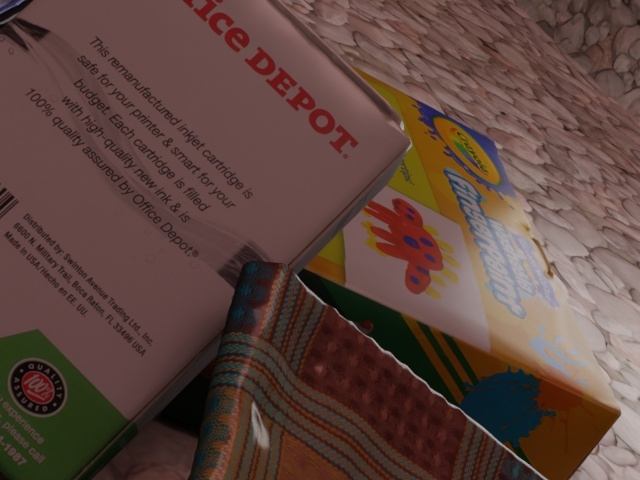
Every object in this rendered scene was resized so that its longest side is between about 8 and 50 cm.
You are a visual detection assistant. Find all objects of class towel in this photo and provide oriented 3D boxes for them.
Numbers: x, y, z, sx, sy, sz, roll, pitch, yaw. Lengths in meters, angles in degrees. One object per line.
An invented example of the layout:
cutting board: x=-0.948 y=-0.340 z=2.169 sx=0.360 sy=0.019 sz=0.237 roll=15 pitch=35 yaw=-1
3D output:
towel: x=0.029 y=0.215 z=0.662 sx=0.271 sy=0.040 sz=0.370 roll=40 pitch=41 yaw=-28

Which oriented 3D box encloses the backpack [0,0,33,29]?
backpack: x=-0.333 y=-0.217 z=1.073 sx=0.263 sy=0.213 sz=0.276 roll=26 pitch=31 yaw=14

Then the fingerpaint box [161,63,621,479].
fingerpaint box: x=0.000 y=0.000 z=1.160 sx=0.371 sy=0.163 sz=0.445 roll=25 pitch=25 yaw=-21

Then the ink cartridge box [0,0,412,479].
ink cartridge box: x=-0.122 y=-0.019 z=0.813 sx=0.211 sy=0.289 sz=0.121 roll=45 pitch=-13 yaw=5
